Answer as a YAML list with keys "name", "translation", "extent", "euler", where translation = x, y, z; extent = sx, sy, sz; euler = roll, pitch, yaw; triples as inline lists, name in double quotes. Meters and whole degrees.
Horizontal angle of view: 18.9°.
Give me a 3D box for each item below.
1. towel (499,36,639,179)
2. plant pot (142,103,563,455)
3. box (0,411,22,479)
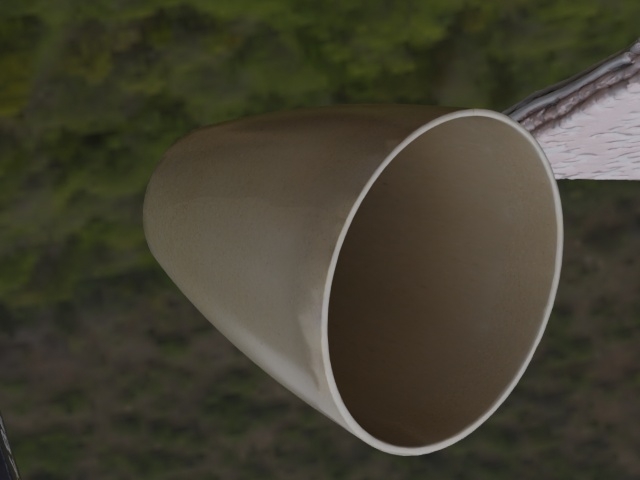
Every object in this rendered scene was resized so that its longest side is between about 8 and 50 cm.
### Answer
- name: "towel"
  translation: [0.333, -0.115, 1.716]
  extent: [0.317, 0.053, 0.332]
  euler: [0, 169, -23]
- name: "plant pot"
  translation: [0.000, 0.000, 1.473]
  extent: [0.256, 0.256, 0.274]
  euler: [8, -172, -46]
- name: "box"
  translation: [-0.430, 0.259, 1.558]
  extent: [0.395, 0.318, 0.097]
  euler: [-20, 155, -6]
